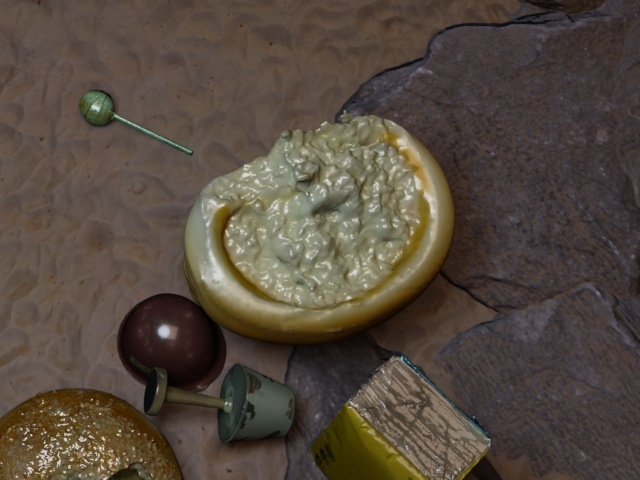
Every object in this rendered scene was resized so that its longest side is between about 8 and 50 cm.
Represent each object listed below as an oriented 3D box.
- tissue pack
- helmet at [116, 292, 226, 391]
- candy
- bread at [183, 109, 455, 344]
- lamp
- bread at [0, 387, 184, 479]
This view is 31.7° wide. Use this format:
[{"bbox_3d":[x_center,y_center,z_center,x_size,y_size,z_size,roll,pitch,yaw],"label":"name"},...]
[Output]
[{"bbox_3d":[0.104,0.299,1.624,0.192,0.271,0.134,44,66,9],"label":"tissue pack"},{"bbox_3d":[-0.224,0.151,1.718,0.175,0.106,0.155,41,70,3],"label":"helmet"},{"bbox_3d":[-0.304,-0.190,1.865,0.202,0.061,0.061,25,68,-7],"label":"candy"},{"bbox_3d":[-0.012,-0.019,1.724,0.424,0.245,0.329,-22,102,-17],"label":"bread"},{"bbox_3d":[-0.149,0.238,1.675,0.214,0.121,0.121,15,68,-20],"label":"lamp"},{"bbox_3d":[-0.346,0.305,1.609,0.314,0.171,0.192,1,74,-9],"label":"bread"}]
